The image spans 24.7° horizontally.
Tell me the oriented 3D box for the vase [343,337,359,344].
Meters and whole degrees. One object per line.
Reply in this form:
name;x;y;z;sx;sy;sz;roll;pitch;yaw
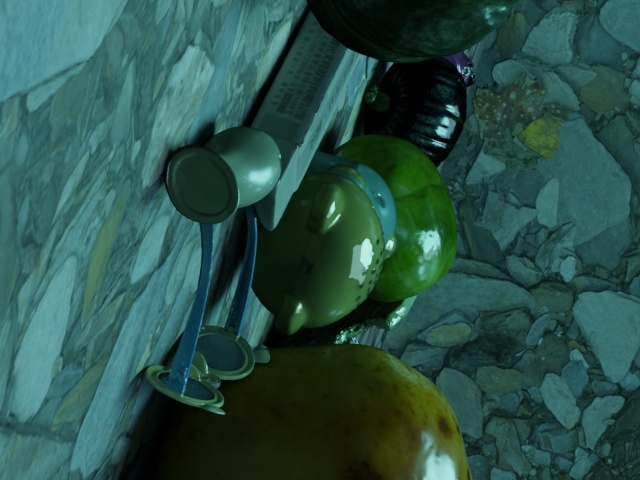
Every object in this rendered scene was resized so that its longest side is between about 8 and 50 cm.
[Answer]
vase;-0.034;0.251;2.105;0.360;0.165;0.165;-63;170;-58

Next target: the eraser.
eraser;-0.009;-0.168;1.539;0.089;0.061;0.352;95;16;-56

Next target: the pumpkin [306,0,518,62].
pumpkin;0.106;-0.299;1.294;0.300;0.207;0.300;-54;-158;32

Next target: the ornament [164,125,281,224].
ornament;-0.084;-0.059;1.297;0.081;0.075;0.156;-40;-179;17

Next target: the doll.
doll;0.000;0.000;1.670;0.261;0.161;0.177;-47;158;-75

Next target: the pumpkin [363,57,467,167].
pumpkin;0.140;-0.185;2.179;0.194;0.150;0.194;-59;175;-8

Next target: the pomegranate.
pomegranate;-0.011;0.283;1.613;0.410;0.410;0.410;20;90;-82

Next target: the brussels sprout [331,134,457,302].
brussels sprout;0.084;-0.027;1.973;0.244;0.244;0.244;20;90;-82

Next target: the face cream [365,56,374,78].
face cream;0.146;-0.411;1.735;0.235;0.137;0.420;106;8;-75

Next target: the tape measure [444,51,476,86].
tape measure;0.180;-0.266;2.327;0.118;0.125;0.074;-56;180;26

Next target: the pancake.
pancake;0.033;0.114;2.076;0.253;0.037;0.253;-30;-165;9

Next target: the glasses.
glasses;-0.119;0.044;1.440;0.189;0.088;0.221;-45;134;-69
